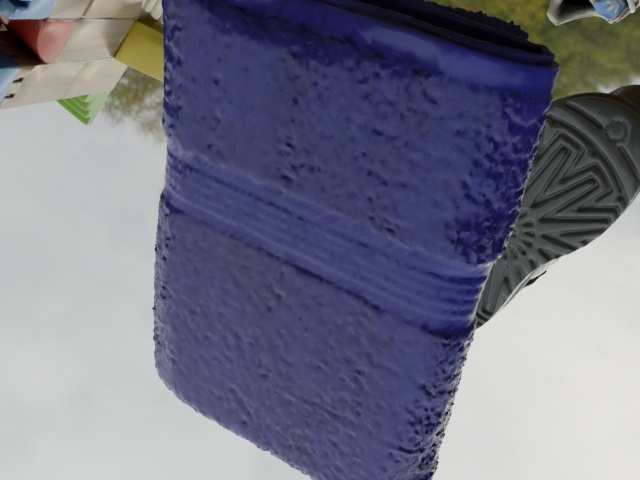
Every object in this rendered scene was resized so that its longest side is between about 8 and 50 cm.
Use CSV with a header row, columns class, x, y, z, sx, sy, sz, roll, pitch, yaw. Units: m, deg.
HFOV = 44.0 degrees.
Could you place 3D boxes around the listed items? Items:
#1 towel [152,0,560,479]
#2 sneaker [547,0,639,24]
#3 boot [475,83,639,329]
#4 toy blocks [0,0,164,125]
class,x,y,z,sx,sy,sz,roll,pitch,yaw
towel,0.000,0.000,0.481,0.227,0.308,0.076,25,-147,25
sneaker,0.288,-0.235,0.709,0.069,0.084,0.185,40,163,-22
boot,0.346,-0.101,1.015,0.445,0.367,0.146,-30,-104,-41
toy blocks,-0.210,-0.258,0.677,0.191,0.381,0.261,40,-158,2
